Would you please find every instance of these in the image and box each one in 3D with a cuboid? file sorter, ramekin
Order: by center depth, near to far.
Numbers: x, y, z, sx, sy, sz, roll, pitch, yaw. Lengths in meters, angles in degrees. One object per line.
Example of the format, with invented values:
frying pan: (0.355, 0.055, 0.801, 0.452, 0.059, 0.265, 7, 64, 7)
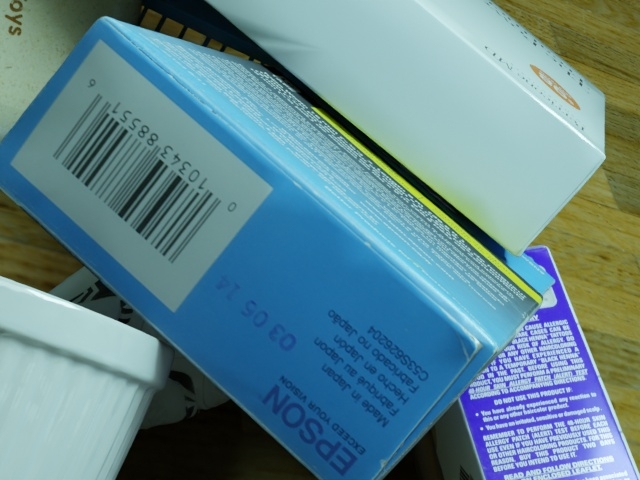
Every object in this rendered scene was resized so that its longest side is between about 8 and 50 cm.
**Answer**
ramekin: (-0.184, 0.071, 0.598, 0.207, 0.207, 0.109, 23, 79, -20)
file sorter: (-0.109, -0.170, 1.059, 0.170, 0.104, 0.118, 23, 34, -19)

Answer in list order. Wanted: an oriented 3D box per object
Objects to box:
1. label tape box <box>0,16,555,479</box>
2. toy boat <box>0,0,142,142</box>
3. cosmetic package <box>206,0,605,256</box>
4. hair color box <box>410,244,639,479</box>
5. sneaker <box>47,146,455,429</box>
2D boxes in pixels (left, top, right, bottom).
label tape box: (0.000, 0.000, 0.718, 0.241, 0.106, 0.334, 41, 12, 10)
toy boat: (-0.288, -0.204, 0.903, 0.318, 0.267, 0.148, 12, 1, -16)
cosmetic package: (0.035, -0.171, 0.902, 0.377, 0.097, 0.284, 39, 21, 0)
hair color box: (0.144, 0.194, 0.840, 0.110, 0.185, 0.338, -8, 53, -8)
sneaker: (-0.083, -0.006, 0.908, 0.366, 0.137, 0.210, -22, 45, -28)
